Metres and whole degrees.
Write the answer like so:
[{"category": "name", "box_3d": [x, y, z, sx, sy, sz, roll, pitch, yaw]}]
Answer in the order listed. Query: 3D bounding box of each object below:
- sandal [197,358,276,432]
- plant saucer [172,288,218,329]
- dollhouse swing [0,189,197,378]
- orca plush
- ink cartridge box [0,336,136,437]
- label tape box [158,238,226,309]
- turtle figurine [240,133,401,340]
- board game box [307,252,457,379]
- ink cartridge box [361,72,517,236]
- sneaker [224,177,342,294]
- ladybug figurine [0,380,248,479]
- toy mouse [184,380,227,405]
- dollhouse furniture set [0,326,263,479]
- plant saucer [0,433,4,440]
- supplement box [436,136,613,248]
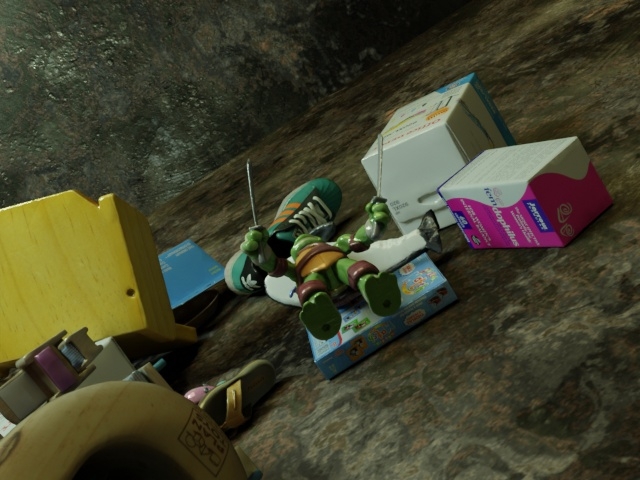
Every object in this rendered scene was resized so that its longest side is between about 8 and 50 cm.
[{"category": "sandal", "box_3d": [-0.115, 0.229, 1.570, 0.049, 0.072, 0.180, 11, 37, 39]}, {"category": "plant saucer", "box_3d": [-0.263, 0.154, 2.183, 0.168, 0.029, 0.168, -30, 13, 8]}, {"category": "dollhouse swing", "box_3d": [-0.418, 0.082, 1.944, 0.347, 0.315, 0.305, -14, 2, 15]}, {"category": "orca plush", "box_3d": [0.059, 0.036, 1.762, 0.287, 0.151, 0.102, -33, -17, 10]}, {"category": "ink cartridge box", "box_3d": [-0.480, 0.330, 1.784, 0.385, 0.160, 0.279, -22, 16, 36]}, {"category": "label tape box", "box_3d": [-0.333, 0.098, 2.198, 0.334, 0.105, 0.241, -29, 3, 35]}, {"category": "turtle figurine", "box_3d": [0.000, 0.000, 1.569, 0.266, 0.198, 0.274, -124, 49, -60]}, {"category": "board game box", "box_3d": [0.082, 0.104, 1.599, 0.212, 0.039, 0.160, -33, 14, 3]}, {"category": "ink cartridge box", "box_3d": [0.206, -0.143, 1.896, 0.171, 0.168, 0.232, -23, 18, 30]}, {"category": "sneaker", "box_3d": [-0.047, -0.007, 2.130, 0.302, 0.108, 0.121, -48, 20, -23]}, {"category": "ladybug figurine", "box_3d": [-0.211, 0.313, 1.009, 0.162, 0.305, 0.449, -35, 14, 34]}, {"category": "toy mouse", "box_3d": [-0.170, 0.238, 1.698, 0.143, 0.031, 0.161, -39, 15, -24]}, {"category": "dollhouse furniture set", "box_3d": [-0.268, 0.251, 1.348, 0.198, 0.286, 0.303, -41, 5, -31]}, {"category": "plant saucer", "box_3d": [-0.472, 0.361, 1.417, 0.084, 0.332, 0.332, 0, 24, 15]}, {"category": "supplement box", "box_3d": [0.284, -0.064, 1.585, 0.114, 0.111, 0.220, -39, 15, -24]}]
